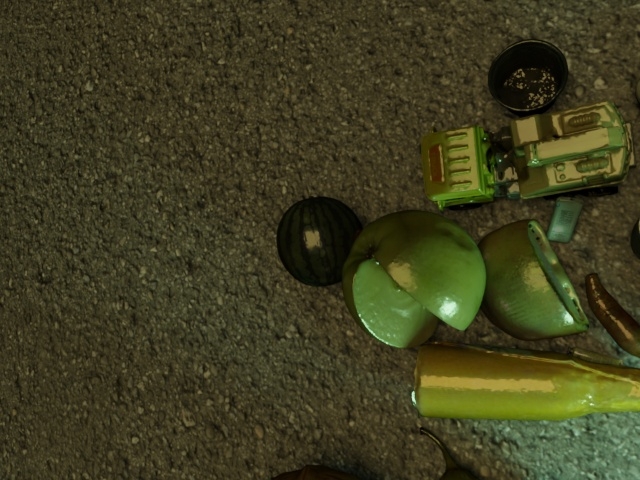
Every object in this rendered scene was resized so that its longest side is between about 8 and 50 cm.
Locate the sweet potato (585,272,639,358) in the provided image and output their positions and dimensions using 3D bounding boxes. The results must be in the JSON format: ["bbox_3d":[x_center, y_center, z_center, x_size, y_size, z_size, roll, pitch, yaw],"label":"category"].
[{"bbox_3d":[0.604,0.174,1.141,0.078,0.058,0.255,-42,72,-6],"label":"sweet potato"}]

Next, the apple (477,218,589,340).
[{"bbox_3d":[0.403,0.093,1.210,0.193,0.120,0.264,-29,70,29],"label":"apple"}]

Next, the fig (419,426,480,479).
[{"bbox_3d":[0.272,0.501,1.232,0.124,0.124,0.236,-34,48,16],"label":"fig"}]

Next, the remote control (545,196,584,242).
[{"bbox_3d":[0.494,-0.040,1.188,0.053,0.124,0.017,9,51,15],"label":"remote control"}]

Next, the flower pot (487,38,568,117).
[{"bbox_3d":[0.445,-0.333,1.252,0.158,0.107,0.157,-4,79,21],"label":"flower pot"}]

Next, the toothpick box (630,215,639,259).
[{"bbox_3d":[0.641,-0.012,1.081,0.111,0.181,0.111,-4,80,23],"label":"toothpick box"}]

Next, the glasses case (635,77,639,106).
[{"bbox_3d":[0.729,-0.202,1.124,0.125,0.076,0.327,-26,73,20],"label":"glasses case"}]

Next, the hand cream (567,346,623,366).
[{"bbox_3d":[0.550,0.239,1.176,0.102,0.022,0.035,18,90,19],"label":"hand cream"}]

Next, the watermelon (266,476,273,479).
[{"bbox_3d":[-0.144,0.623,1.374,0.121,0.158,0.097,26,95,52],"label":"watermelon"}]

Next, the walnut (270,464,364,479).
[{"bbox_3d":[0.000,0.664,1.202,0.355,0.308,0.397,-3,88,11],"label":"walnut"}]

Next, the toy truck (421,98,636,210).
[{"bbox_3d":[0.404,-0.166,1.174,0.406,0.254,0.180,-6,85,26],"label":"toy truck"}]

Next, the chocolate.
[{"bbox_3d":[0.411,0.283,1.175,0.446,0.162,0.162,-3,82,19],"label":"chocolate"}]

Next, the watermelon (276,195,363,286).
[{"bbox_3d":[0.000,0.000,1.349,0.212,0.212,0.212,-3,82,23],"label":"watermelon"}]

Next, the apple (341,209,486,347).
[{"bbox_3d":[0.186,0.078,1.206,0.292,0.254,0.291,-41,30,29],"label":"apple"}]
